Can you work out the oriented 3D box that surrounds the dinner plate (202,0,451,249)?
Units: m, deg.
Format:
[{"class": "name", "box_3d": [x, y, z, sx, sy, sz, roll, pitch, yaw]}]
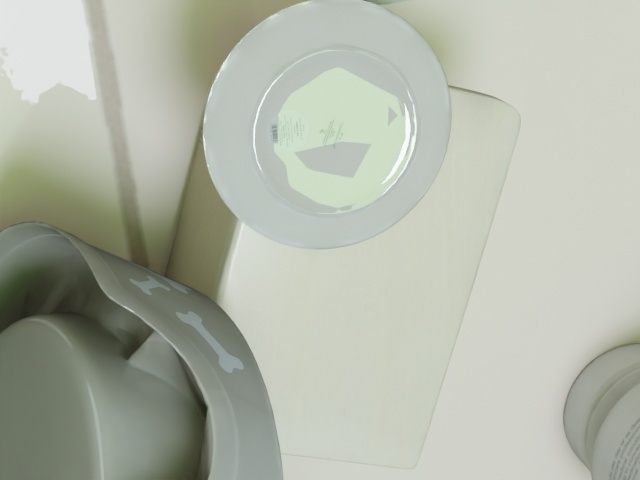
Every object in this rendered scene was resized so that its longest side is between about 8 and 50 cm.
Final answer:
[{"class": "dinner plate", "box_3d": [0.007, -0.060, 0.832, 0.141, 0.017, 0.141, -5, 109, -14]}]

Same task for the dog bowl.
[{"class": "dog bowl", "box_3d": [-0.140, 0.169, 0.845, 0.102, 0.349, 0.349, 11, 105, -32]}]

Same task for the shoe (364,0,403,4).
[{"class": "shoe", "box_3d": [0.095, -0.207, 0.928, 0.178, 0.063, 0.081, -24, 112, -13]}]

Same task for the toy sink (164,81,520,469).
[{"class": "toy sink", "box_3d": [0.000, 0.000, 0.931, 0.152, 0.131, 0.234, 9, 106, -20]}]

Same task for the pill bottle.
[{"class": "pill bottle", "box_3d": [0.252, 0.156, 1.006, 0.131, 0.229, 0.131, -5, 110, -15]}]
